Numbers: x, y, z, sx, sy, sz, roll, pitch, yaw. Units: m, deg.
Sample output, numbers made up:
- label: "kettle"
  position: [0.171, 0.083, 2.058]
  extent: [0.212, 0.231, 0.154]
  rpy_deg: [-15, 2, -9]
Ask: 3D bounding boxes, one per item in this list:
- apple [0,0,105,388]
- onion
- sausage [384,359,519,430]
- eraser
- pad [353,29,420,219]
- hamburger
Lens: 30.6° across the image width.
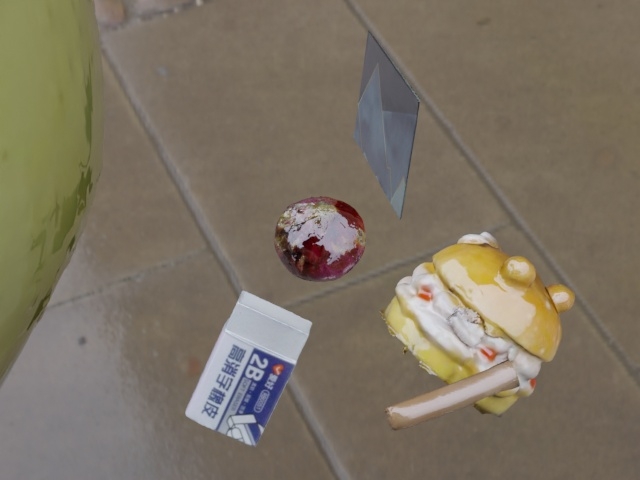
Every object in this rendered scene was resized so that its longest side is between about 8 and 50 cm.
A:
- label: "apple"
  position: [-0.302, -0.055, 0.449]
  extent: [0.474, 0.473, 0.473]
  rpy_deg: [-2, 49, 2]
- label: "onion"
  position: [0.000, 0.000, 1.352]
  extent: [0.107, 0.097, 0.107]
  rpy_deg: [-5, 61, 8]
- label: "sausage"
  position: [0.109, 0.130, 0.975]
  extent: [0.116, 0.026, 0.026]
  rpy_deg: [-20, 51, -6]
- label: "eraser"
  position: [-0.110, 0.197, 1.789]
  extent: [0.125, 0.210, 0.068]
  rpy_deg: [25, 18, -1]
- label: "pad"
  position: [0.081, -0.154, 1.500]
  extent: [0.004, 0.163, 0.243]
  rpy_deg: [-1, 30, -14]
- label: "hamburger"
  position: [0.259, 0.117, 1.853]
  extent: [0.237, 0.276, 0.276]
  rpy_deg: [-49, 55, 12]
